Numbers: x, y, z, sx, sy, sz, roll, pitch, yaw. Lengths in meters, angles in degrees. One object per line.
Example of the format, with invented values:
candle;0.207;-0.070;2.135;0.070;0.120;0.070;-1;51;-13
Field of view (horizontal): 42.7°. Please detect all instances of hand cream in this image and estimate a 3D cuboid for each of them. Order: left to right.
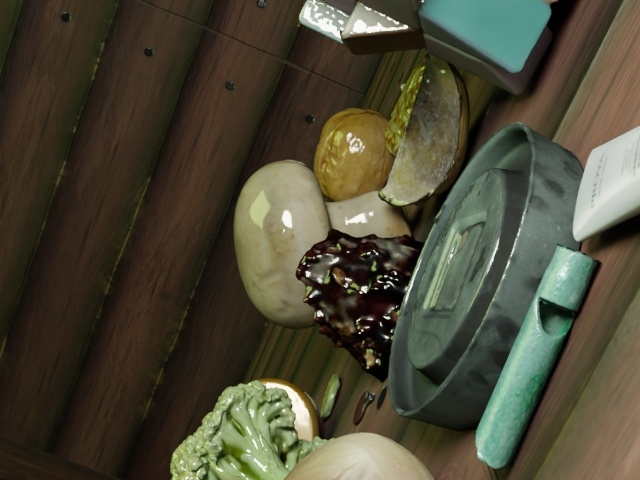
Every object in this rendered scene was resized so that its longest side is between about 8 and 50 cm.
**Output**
hand cream;0.238;-0.056;0.559;0.255;0.048;0.079;135;155;-77

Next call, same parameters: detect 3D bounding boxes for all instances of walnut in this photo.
walnut;0.078;-0.170;1.743;0.195;0.195;0.221;-81;14;-64

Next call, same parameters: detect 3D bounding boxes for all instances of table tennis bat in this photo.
table tennis bat;0.064;0.246;1.223;0.083;0.007;0.050;117;173;-57

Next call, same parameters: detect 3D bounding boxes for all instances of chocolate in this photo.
chocolate;0.043;0.076;1.225;0.206;0.177;0.224;118;173;-45

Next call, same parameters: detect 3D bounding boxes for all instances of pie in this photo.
pie;0.018;0.280;1.471;0.085;0.017;0.085;-160;90;-87
pie;0.184;-0.232;1.498;0.205;0.084;0.179;-108;37;-72

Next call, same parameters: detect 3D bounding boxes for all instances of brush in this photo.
brush;-0.083;0.379;1.430;0.166;0.174;0.266;78;-172;-69

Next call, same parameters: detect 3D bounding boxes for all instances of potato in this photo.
potato;0.187;-0.150;1.217;0.100;0.120;0.261;-17;-41;-38

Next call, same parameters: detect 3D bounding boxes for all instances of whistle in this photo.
whistle;0.171;0.094;0.663;0.039;0.039;0.186;-119;52;-82

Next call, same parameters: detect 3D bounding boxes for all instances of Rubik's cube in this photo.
Rubik's cube;0.163;-0.380;1.020;0.358;0.387;0.368;-63;-12;4

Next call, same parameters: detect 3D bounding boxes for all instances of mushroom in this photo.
mushroom;0.000;0.000;1.408;0.292;0.290;0.292;169;90;-79

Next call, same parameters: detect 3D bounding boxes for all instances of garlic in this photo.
garlic;0.012;0.262;0.757;0.228;0.110;0.217;-15;23;33

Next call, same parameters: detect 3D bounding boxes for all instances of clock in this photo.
clock;0.161;0.038;0.836;0.319;0.066;0.319;-158;90;-85

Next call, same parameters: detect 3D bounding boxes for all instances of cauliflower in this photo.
cauliflower;-0.062;0.359;1.106;0.260;0.281;0.327;-29;-60;-64

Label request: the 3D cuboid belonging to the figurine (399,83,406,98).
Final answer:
figurine;0.181;-0.262;1.648;0.094;0.082;0.086;117;151;-69
